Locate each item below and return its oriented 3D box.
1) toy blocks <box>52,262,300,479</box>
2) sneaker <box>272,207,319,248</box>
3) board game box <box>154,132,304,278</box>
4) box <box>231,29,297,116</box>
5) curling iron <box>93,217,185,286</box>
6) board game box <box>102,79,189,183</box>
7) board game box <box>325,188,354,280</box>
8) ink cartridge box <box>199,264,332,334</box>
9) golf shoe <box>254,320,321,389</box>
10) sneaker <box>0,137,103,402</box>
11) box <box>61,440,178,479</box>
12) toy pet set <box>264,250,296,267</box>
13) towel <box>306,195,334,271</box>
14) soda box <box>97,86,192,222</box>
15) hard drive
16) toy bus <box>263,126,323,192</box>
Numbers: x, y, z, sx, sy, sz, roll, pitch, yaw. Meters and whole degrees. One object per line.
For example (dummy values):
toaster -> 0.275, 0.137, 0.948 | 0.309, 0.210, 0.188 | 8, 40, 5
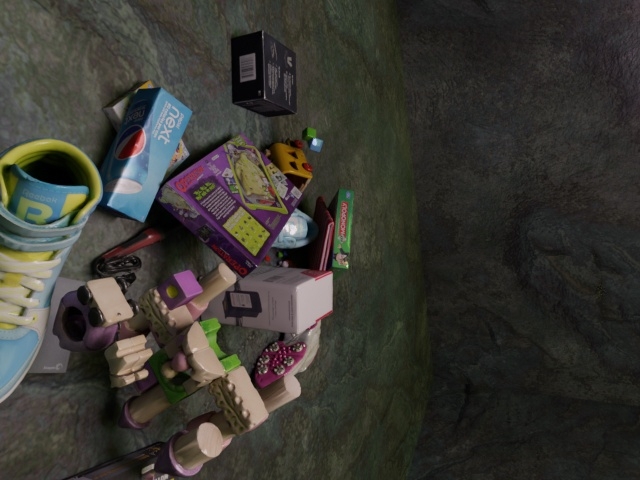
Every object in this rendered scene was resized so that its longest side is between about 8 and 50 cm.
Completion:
toy blocks -> -0.248, 0.218, 0.681 | 0.288, 0.260, 0.309 | 59, 20, 10
sneaker -> -0.115, -0.046, 1.058 | 0.366, 0.150, 0.135 | -2, 90, -66
board game box -> -0.158, -0.090, 0.900 | 0.208, 0.056, 0.346 | 48, 27, -13
box -> -0.133, -0.397, 1.091 | 0.158, 0.093, 0.155 | -4, 93, -64
curling iron -> -0.294, 0.002, 0.808 | 0.068, 0.035, 0.274 | 45, 32, -5
board game box -> -0.306, -0.191, 0.802 | 0.103, 0.026, 0.154 | -64, 145, -42
board game box -> 0.032, 0.007, 1.289 | 0.317, 0.046, 0.213 | 124, -27, -71
ink cartridge box -> -0.115, 0.118, 0.963 | 0.172, 0.237, 0.100 | -15, 106, -64
golf shoe -> -0.071, 0.317, 1.205 | 0.306, 0.115, 0.140 | -46, 134, -54
sneaker -> -0.341, 0.026, 0.493 | 0.127, 0.208, 0.318 | 17, 67, -35
box -> -0.329, 0.452, 0.716 | 0.231, 0.056, 0.182 | 16, 75, -64
toy pet set -> -0.112, 0.098, 1.202 | 0.114, 0.065, 0.122 | 56, 21, 9
towel -> 0.000, 0.000, 1.245 | 0.275, 0.031, 0.198 | -107, -154, -70
soda box -> -0.293, -0.140, 0.731 | 0.071, 0.067, 0.210 | 36, 69, -53
hard drive -> -0.390, 0.117, 0.628 | 0.094, 0.022, 0.135 | 31, 62, -61
toy bus -> -0.099, -0.197, 1.143 | 0.104, 0.202, 0.190 | 12, 85, -33
